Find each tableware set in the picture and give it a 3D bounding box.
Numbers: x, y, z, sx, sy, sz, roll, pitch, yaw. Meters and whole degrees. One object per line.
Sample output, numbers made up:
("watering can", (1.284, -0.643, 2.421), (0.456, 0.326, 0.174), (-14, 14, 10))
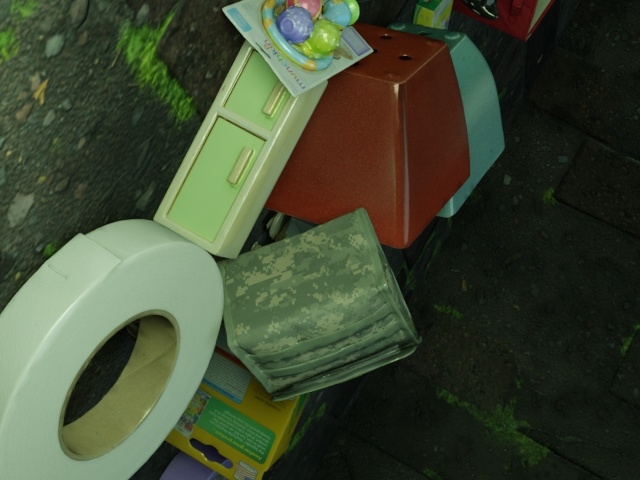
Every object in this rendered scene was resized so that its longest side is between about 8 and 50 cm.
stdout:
("tableware set", (-0.086, 0.007, 1.891), (0.141, 0.020, 0.169), (-60, 166, -7))

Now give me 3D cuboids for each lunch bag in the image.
("lunch bag", (0.007, 0.119, 1.565), (0.235, 0.169, 0.287), (-20, 146, 7))

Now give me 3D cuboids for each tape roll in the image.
("tape roll", (-0.250, 0.480, 2.084), (0.189, 0.080, 0.189), (-55, 163, -25))
("tape roll", (-0.265, 0.158, 1.321), (0.392, 0.072, 0.392), (-45, 152, -32))

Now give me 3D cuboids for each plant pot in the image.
("plant pot", (0.070, -0.180, 1.639), (0.267, 0.267, 0.236), (-45, 146, -49))
("plant pot", (0.163, -0.232, 1.895), (0.248, 0.247, 0.252), (-49, 143, -41))

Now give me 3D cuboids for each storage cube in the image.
("storage cube", (0.366, -0.536, 2.093), (0.215, 0.193, 0.184), (-55, 164, -28))

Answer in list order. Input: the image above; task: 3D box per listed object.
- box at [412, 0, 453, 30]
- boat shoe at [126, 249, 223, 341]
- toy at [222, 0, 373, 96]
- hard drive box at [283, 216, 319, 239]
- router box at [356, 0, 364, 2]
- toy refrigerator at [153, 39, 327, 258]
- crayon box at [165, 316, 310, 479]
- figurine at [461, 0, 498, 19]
("box", (0.211, -0.410, 2.098), (0.105, 0.043, 0.179), (-53, 161, -32))
("boat shoe", (-0.206, 0.075, 1.522), (0.178, 0.064, 0.060), (-45, 164, -33))
("toy", (-0.010, -0.275, 1.373), (0.056, 0.137, 0.237), (-40, 180, 32))
("hard drive box", (0.000, 0.000, 1.972), (0.232, 0.089, 0.181), (-53, 165, -58))
("router box", (0.100, -0.401, 1.514), (0.179, 0.046, 0.133), (-14, 148, -14))
("toy refrigerator", (-0.104, -0.119, 1.422), (0.269, 0.102, 0.094), (-62, 166, 2))
("crayon box", (-0.123, 0.234, 1.813), (0.083, 0.203, 0.323), (-33, 149, -63))
("figurine", (0.230, -0.461, 1.722), (0.215, 0.209, 0.092), (-57, 165, -20))
